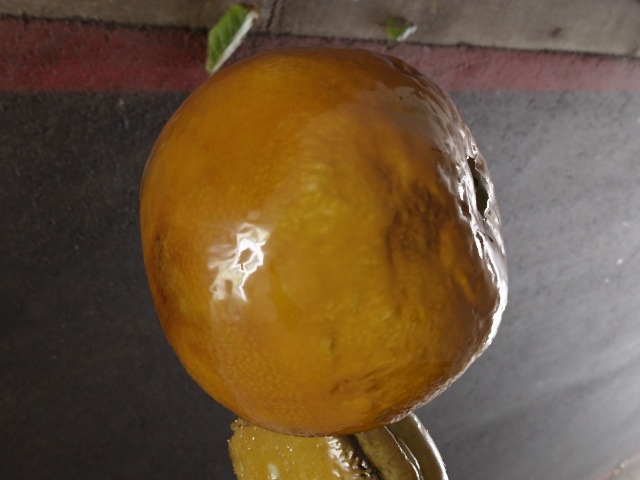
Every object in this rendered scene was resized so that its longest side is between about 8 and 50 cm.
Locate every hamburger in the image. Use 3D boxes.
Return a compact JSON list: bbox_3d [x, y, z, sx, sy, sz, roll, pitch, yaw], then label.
[{"bbox_3d":[0.019,0.317,1.247,0.304,0.284,0.174,-26,-174,43],"label":"hamburger"}]

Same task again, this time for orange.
[{"bbox_3d":[0.000,0.000,0.614,0.261,0.261,0.261,-32,149,-22],"label":"orange"}]
